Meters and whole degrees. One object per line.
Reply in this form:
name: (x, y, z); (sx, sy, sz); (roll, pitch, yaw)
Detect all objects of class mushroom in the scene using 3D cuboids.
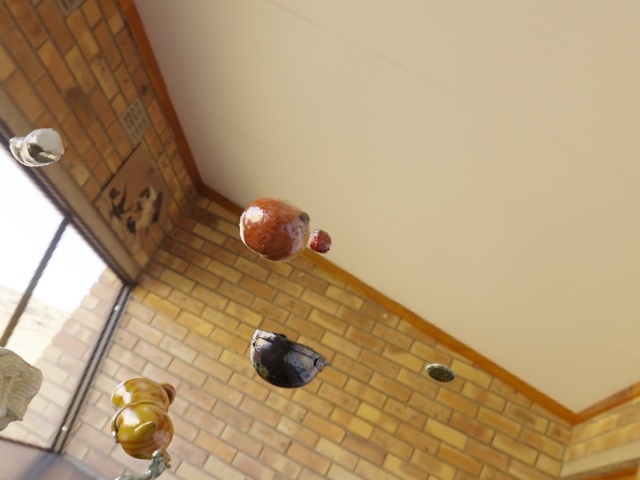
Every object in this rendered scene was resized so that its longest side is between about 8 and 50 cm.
mushroom: (-0.908, -0.292, 1.829); (0.351, 0.097, 0.110); (2, -64, 45)

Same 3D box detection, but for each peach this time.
peach: (-0.124, -0.042, 1.755); (0.232, 0.233, 0.232); (25, -24, 12)

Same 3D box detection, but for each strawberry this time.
strawberry: (-0.001, 0.000, 2.273); (0.106, 0.106, 0.106); (25, -24, 12)

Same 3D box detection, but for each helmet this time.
helmet: (-0.111, 0.401, 1.870); (0.278, 0.161, 0.230); (32, -17, -20)

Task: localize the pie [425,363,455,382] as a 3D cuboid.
pie: (0.329, 0.359, 1.562); (0.084, 0.021, 0.084); (15, -38, 12)

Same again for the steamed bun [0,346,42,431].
steamed bun: (-1.055, 0.459, 1.770); (0.206, 0.275, 0.320); (7, -2, 30)

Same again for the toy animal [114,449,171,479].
toy animal: (-0.454, 0.570, 1.272); (0.090, 0.255, 0.170); (58, -12, 14)

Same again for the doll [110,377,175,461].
doll: (-0.494, 0.497, 1.602); (0.167, 0.162, 0.270); (66, -5, -27)
